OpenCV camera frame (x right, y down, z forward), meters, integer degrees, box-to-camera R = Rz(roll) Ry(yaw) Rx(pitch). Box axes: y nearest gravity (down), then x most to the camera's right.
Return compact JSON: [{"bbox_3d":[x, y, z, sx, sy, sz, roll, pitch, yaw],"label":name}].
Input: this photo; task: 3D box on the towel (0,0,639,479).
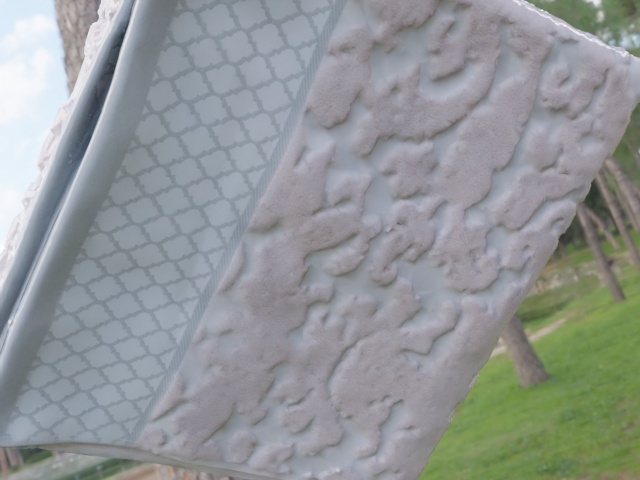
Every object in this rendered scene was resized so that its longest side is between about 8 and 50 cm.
[{"bbox_3d":[0.000,0.000,0.473,0.317,0.053,0.332,16,-69,-31],"label":"towel"}]
